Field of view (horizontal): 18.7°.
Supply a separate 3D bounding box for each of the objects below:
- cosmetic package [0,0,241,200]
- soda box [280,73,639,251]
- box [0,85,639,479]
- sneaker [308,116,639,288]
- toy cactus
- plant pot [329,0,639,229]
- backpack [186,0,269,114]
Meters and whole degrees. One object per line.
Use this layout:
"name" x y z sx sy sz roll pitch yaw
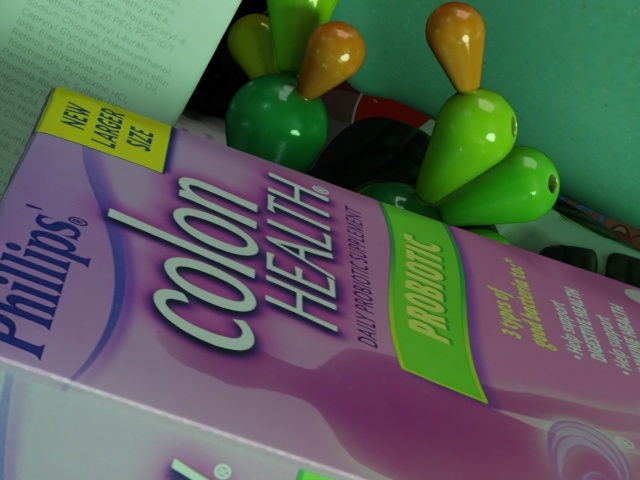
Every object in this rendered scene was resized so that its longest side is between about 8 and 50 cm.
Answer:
"cosmetic package" -0.077 -0.095 0.740 0.085 0.231 0.117 27 17 -12
"soda box" 0.101 -0.042 1.011 0.263 0.092 0.083 27 16 29
"box" 0.009 0.074 0.544 0.243 0.117 0.213 18 19 -6
"sneaker" 0.121 0.041 0.823 0.121 0.111 0.300 11 23 -46
"toy cactus" 0.000 0.000 0.717 0.180 0.219 0.112 -24 21 -10
"plant pot" 0.146 -0.130 0.828 0.255 0.271 0.271 14 14 20
"backpack" -0.023 -0.165 1.099 0.115 0.182 0.152 34 21 30
